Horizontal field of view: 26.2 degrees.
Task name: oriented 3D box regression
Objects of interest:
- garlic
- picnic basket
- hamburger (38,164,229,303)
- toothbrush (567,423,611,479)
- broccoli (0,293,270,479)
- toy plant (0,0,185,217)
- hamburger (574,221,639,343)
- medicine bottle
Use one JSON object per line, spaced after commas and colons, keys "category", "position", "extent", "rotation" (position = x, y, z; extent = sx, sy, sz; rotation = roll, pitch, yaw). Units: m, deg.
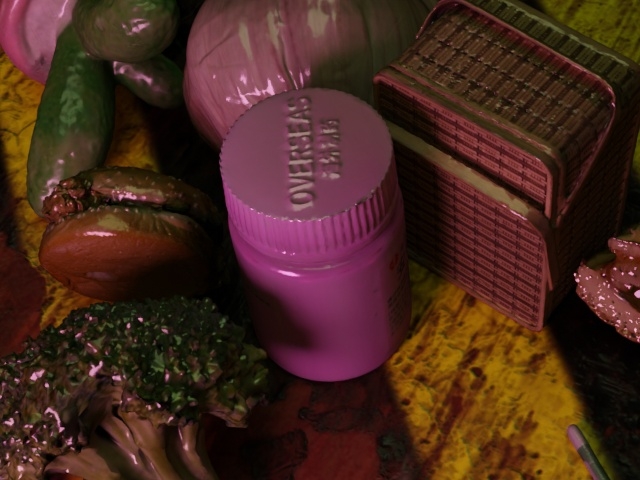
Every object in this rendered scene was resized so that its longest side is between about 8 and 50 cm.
{"category": "garlic", "position": [0.001, -0.182, 1.544], "extent": [0.318, 0.317, 0.259], "rotation": [-4, 82, 4]}
{"category": "picnic basket", "position": [0.185, -0.081, 1.428], "extent": [0.228, 0.313, 0.175], "rotation": [33, 64, 24]}
{"category": "hamburger", "position": [-0.203, -0.014, 1.488], "extent": [0.189, 0.215, 0.122], "rotation": [-3, 67, 22]}
{"category": "toothbrush", "position": [0.307, 0.282, 1.332], "extent": [0.024, 0.018, 0.257], "rotation": [-26, 56, -4]}
{"category": "broccoli", "position": [-0.189, 0.162, 1.348], "extent": [0.288, 0.260, 0.235], "rotation": [-13, 53, 55]}
{"category": "toy plant", "position": [-0.293, -0.243, 1.681], "extent": [0.211, 0.317, 0.356], "rotation": [11, 34, -42]}
{"category": "hamburger", "position": [0.397, 0.064, 1.419], "extent": [0.262, 0.124, 0.131], "rotation": [29, 34, 12]}
{"category": "medicine bottle", "position": [0.000, 0.000, 1.405], "extent": [0.178, 0.290, 0.178], "rotation": [-4, 53, 5]}
